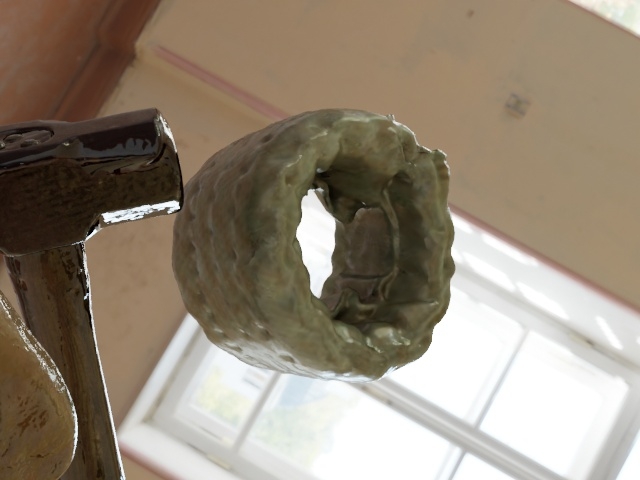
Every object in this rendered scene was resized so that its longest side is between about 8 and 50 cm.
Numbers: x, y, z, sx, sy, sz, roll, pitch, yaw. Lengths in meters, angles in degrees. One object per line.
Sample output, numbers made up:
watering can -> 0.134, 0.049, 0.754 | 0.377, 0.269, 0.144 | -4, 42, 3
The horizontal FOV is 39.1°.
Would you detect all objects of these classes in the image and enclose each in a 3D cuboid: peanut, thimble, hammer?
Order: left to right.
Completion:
peanut -> -0.180, 0.068, 0.460 | 0.076, 0.152, 0.076 | -29, -163, 10
hammer -> -0.231, 0.091, 0.820 | 0.095, 0.242, 0.409 | -126, -151, -61
thimble -> 0.000, 0.000, 0.975 | 0.195, 0.291, 0.292 | -2, -130, 50
